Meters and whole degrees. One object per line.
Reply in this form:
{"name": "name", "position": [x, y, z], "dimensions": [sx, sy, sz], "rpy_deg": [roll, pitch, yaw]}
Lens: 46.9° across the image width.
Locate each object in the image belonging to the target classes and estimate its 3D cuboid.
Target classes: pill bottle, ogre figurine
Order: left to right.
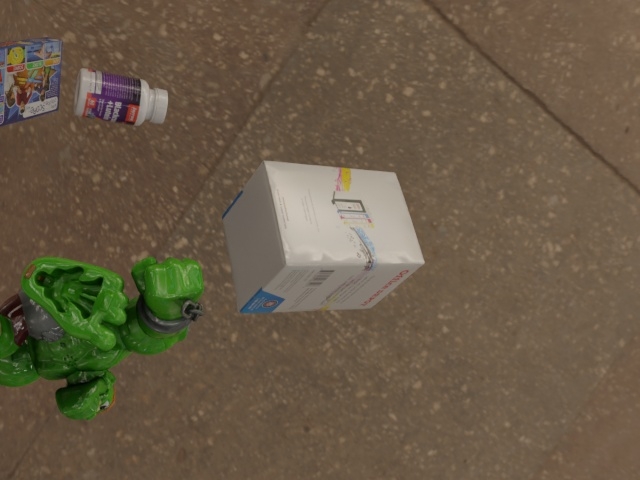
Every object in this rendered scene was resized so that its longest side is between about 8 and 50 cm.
{"name": "ogre figurine", "position": [-0.154, 0.053, 0.437], "dimensions": [0.197, 0.118, 0.096], "rpy_deg": [-32, 73, 0]}
{"name": "pill bottle", "position": [-0.450, -0.318, 1.665], "dimensions": [0.194, 0.108, 0.108], "rpy_deg": [6, 105, -25]}

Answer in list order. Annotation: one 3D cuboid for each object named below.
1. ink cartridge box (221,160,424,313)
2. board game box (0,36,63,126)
{"name": "ink cartridge box", "position": [0.000, 0.000, 1.107], "dimensions": [0.233, 0.168, 0.171], "rpy_deg": [2, 151, -30]}
{"name": "board game box", "position": [-0.523, -0.276, 1.282], "dimensions": [0.035, 0.201, 0.136], "rpy_deg": [16, 112, 10]}
